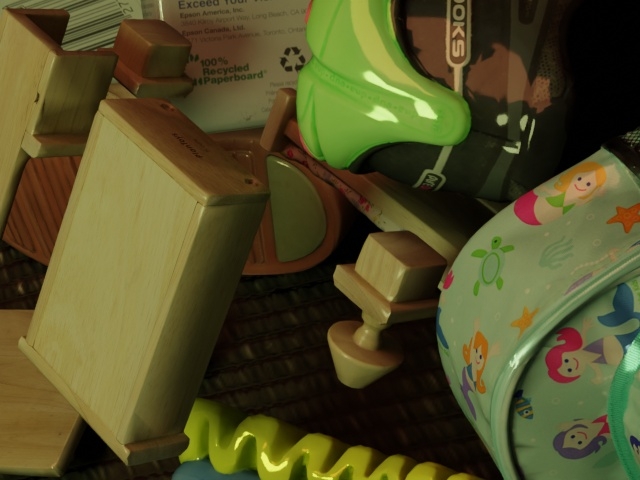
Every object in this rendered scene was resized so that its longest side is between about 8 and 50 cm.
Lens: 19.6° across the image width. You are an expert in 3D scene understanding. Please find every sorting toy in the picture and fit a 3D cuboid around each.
[{"bbox_3d":[-0.210,0.115,1.322,0.274,0.046,0.132,-1,51,32],"label":"sorting toy"}]

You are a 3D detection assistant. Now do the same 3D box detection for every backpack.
[{"bbox_3d":[0.194,0.053,0.908,0.253,0.225,0.191,-26,39,3],"label":"backpack"}]

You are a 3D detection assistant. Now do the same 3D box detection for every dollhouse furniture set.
[{"bbox_3d":[0.000,0.000,1.141,0.303,0.355,0.174,41,121,35],"label":"dollhouse furniture set"}]

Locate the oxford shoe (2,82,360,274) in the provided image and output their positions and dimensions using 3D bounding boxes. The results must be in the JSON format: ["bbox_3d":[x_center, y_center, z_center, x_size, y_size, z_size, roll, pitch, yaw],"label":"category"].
[{"bbox_3d":[-0.115,-0.059,1.388,0.397,0.140,0.146,8,35,33],"label":"oxford shoe"}]

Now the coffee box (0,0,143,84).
[{"bbox_3d":[-0.116,-0.341,1.450,0.338,0.338,0.334,-14,38,22],"label":"coffee box"}]

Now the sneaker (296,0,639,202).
[{"bbox_3d":[0.189,-0.108,1.088,0.202,0.185,0.483,29,35,30],"label":"sneaker"}]

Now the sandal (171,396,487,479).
[{"bbox_3d":[0.030,0.188,1.057,0.317,0.126,0.138,8,73,41],"label":"sandal"}]

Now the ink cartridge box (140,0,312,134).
[{"bbox_3d":[0.033,-0.249,1.223,0.324,0.330,0.071,-8,7,-17],"label":"ink cartridge box"}]
